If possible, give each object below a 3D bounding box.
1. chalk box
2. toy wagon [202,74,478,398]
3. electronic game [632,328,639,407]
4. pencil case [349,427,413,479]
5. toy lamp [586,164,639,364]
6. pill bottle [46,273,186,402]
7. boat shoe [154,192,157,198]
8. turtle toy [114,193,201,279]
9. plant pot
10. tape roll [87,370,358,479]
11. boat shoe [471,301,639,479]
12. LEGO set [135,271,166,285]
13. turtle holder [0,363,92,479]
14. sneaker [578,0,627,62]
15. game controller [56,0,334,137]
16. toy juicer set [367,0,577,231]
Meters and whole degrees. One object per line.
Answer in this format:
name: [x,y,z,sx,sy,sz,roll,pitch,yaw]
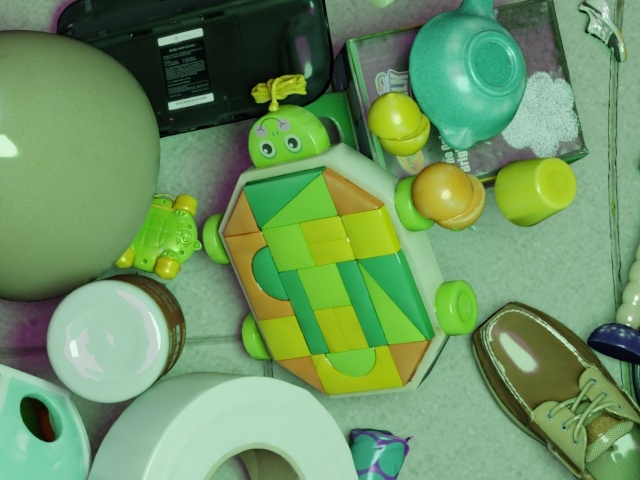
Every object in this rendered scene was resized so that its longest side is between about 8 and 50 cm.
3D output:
chalk box: [0.112,-0.133,1.846,0.289,0.179,0.180,-13,87,-6]
toy wagon: [0.000,0.000,1.767,0.267,0.068,0.344,-10,111,34]
electronic game: [0.460,0.144,1.921,0.229,0.048,0.229,1,84,-6]
pencil case: [0.054,0.279,1.858,0.070,0.064,0.152,11,83,-4]
toy lamp: [0.366,-0.004,1.902,0.080,0.080,0.275,22,77,-4]
pill bottle: [-0.201,0.095,1.765,0.121,0.216,0.121,0,92,3]
boat shoe: [-0.245,-0.055,1.869,0.135,0.050,0.045,-1,67,-7]
turtle toy: [-0.188,-0.007,1.828,0.130,0.066,0.095,14,73,8]
plant pot: [-0.330,-0.095,1.733,0.284,0.191,0.284,-5,76,21]
tape roll: [-0.098,0.277,1.757,0.286,0.100,0.286,-1,91,-39]
boat shoe: [0.298,0.199,1.862,0.122,0.120,0.324,-42,90,-8]
LEGO set: [-0.192,0.015,1.881,0.054,0.023,0.083,6,98,-2]
turtle holder: [-0.379,0.224,1.720,0.320,0.243,0.227,22,82,-16]
sneaker: [0.319,-0.236,1.952,0.037,0.032,0.083,-24,83,6]
game controller: [-0.138,-0.200,1.821,0.319,0.067,0.166,-10,96,25]
toy juicer set: [0.119,-0.160,1.698,0.209,0.089,0.329,-15,89,-31]
